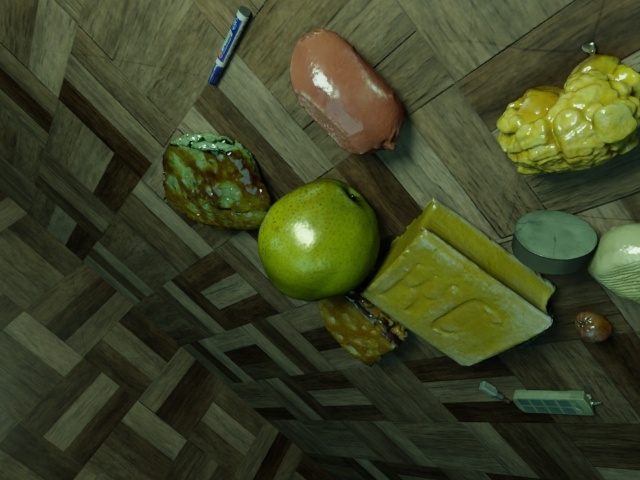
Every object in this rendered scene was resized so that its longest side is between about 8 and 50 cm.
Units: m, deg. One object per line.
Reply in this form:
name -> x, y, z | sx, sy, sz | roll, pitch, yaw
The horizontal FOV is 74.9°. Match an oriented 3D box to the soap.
soap -> 0.296, 0.110, 0.957 | 0.335, 0.156, 0.293 | 36, 136, -3

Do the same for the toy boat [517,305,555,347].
toy boat -> 0.499, 0.196, 0.974 | 0.060, 0.055, 0.141 | 21, 140, 6

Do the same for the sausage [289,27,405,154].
sausage -> 0.046, -0.259, 0.768 | 0.254, 0.148, 0.148 | 40, 140, -4

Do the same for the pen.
pen -> -0.197, -0.402, 0.880 | 0.025, 0.025, 0.204 | 42, 140, -9

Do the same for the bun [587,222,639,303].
bun -> 0.570, 0.039, 0.733 | 0.188, 0.111, 0.164 | 29, 150, -9

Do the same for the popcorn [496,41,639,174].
popcorn -> 0.374, -0.168, 0.617 | 0.194, 0.164, 0.140 | -32, 136, 21

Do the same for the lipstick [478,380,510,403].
lipstick -> 0.523, 0.457, 1.245 | 0.107, 0.025, 0.025 | 32, 141, -6

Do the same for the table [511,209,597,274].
table -> 0.425, 0.001, 0.768 | 0.133, 0.133, 0.043 | 12, 137, 25

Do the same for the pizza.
pizza -> 0.121, 0.232, 1.228 | 0.277, 0.114, 0.409 | -2, 129, 37

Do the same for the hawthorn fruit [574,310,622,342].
hawthorn fruit -> 0.603, 0.190, 0.904 | 0.103, 0.067, 0.067 | 14, 144, -17

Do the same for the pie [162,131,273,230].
pie -> -0.283, -0.144, 1.141 | 0.354, 0.103, 0.289 | 11, 135, 20

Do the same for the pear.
pear -> 0.000, 0.000, 0.965 | 0.294, 0.294, 0.294 | 19, 138, 18

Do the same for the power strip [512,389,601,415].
power strip -> 0.641, 0.444, 1.145 | 0.226, 0.029, 0.080 | -20, 117, 45
